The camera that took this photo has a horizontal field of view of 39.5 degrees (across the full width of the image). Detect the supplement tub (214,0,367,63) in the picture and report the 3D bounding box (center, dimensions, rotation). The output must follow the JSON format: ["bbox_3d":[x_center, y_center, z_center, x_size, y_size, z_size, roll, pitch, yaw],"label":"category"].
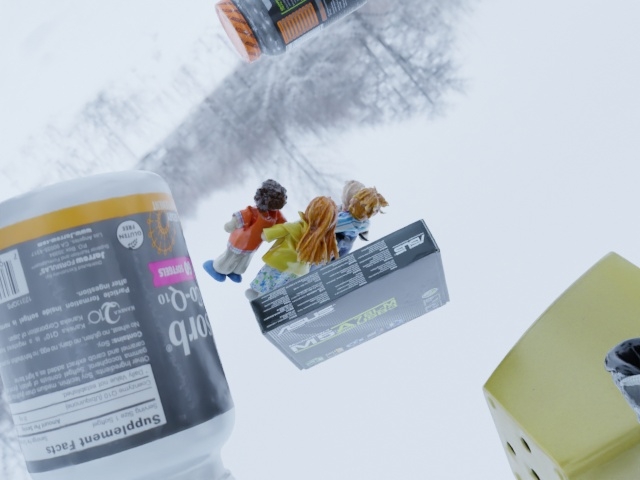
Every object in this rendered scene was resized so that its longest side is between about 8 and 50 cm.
[{"bbox_3d":[-0.040,-0.326,1.200,0.190,0.117,0.117,-32,-171,-7],"label":"supplement tub"}]

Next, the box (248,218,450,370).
[{"bbox_3d":[0.038,0.064,0.932,0.190,0.045,0.184,-25,160,1],"label":"box"}]

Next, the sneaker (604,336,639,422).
[{"bbox_3d":[0.204,0.118,0.499,0.086,0.132,0.229,-33,159,-31],"label":"sneaker"}]

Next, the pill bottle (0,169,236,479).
[{"bbox_3d":[-0.158,0.099,0.682,0.162,0.278,0.162,-17,178,-1],"label":"pill bottle"}]

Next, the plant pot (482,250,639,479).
[{"bbox_3d":[0.279,0.175,0.834,0.187,0.212,0.212,-29,-149,-9],"label":"plant pot"}]

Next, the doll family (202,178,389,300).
[{"bbox_3d":[0.000,0.000,1.061,0.263,0.118,0.163,-6,137,-54],"label":"doll family"}]
